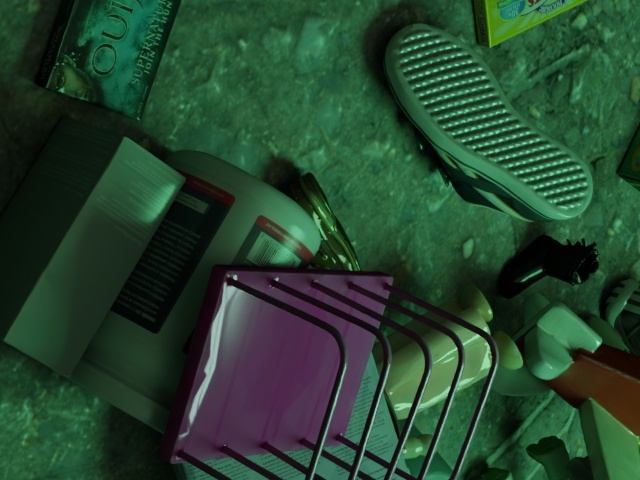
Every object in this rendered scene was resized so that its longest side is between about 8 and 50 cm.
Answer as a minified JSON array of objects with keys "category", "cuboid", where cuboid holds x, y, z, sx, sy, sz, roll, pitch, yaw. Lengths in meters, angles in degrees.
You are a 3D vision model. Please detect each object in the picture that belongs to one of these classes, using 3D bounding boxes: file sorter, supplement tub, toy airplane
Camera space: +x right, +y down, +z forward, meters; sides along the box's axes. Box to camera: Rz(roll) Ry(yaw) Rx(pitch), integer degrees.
[{"category":"file sorter","cuboid":[0.020,0.153,1.614,0.291,0.182,0.202,4,106,-54]},{"category":"supplement tub","cuboid":[-0.139,0.060,1.677,0.191,0.191,0.272,38,78,-42]},{"category":"toy airplane","cuboid":[0.382,0.240,2.074,0.386,0.384,0.272,-5,127,-43]}]

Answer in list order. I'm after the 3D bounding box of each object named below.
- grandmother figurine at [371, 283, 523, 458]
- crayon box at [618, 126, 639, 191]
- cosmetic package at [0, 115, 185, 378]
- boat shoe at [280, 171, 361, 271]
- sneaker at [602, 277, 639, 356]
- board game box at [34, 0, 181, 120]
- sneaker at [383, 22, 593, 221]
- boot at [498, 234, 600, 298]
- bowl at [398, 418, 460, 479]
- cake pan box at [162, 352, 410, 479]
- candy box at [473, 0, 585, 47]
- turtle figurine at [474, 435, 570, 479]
[{"category":"grandmother figurine","cuboid":[0.064,0.177,1.926,0.342,0.208,0.104,-31,163,-18]},{"category":"crayon box","cuboid":[0.552,-0.175,2.287,0.165,0.081,0.278,30,83,-43]},{"category":"cosmetic package","cuboid":[-0.256,0.004,1.601,0.107,0.127,0.238,34,82,-42]},{"category":"boat shoe","cuboid":[0.000,0.000,1.878,0.060,0.064,0.178,-27,124,4]},{"category":"sneaker","cuboid":[0.532,0.174,2.329,0.106,0.162,0.281,-55,131,-13]},{"category":"board game box","cuboid":[-0.209,-0.228,1.634,0.126,0.026,0.186,17,93,-44]},{"category":"sneaker","cuboid":[0.181,-0.130,1.959,0.321,0.127,0.126,42,67,-16]},{"category":"boot","cuboid":[0.308,0.041,2.130,0.121,0.099,0.045,-43,127,-23]},{"category":"bowl","cuboid":[0.079,0.376,1.997,0.312,0.163,0.311,-14,112,-39]},{"category":"cake pan box","cuboid":[-0.031,0.247,1.818,0.267,0.070,0.245,-21,99,-15]},{"category":"candy box","cuboid":[0.273,-0.328,2.028,0.206,0.027,0.105,-29,125,-32]},{"category":"turtle figurine","cuboid":[0.328,0.413,2.250,0.266,0.198,0.274,62,26,-11]}]
